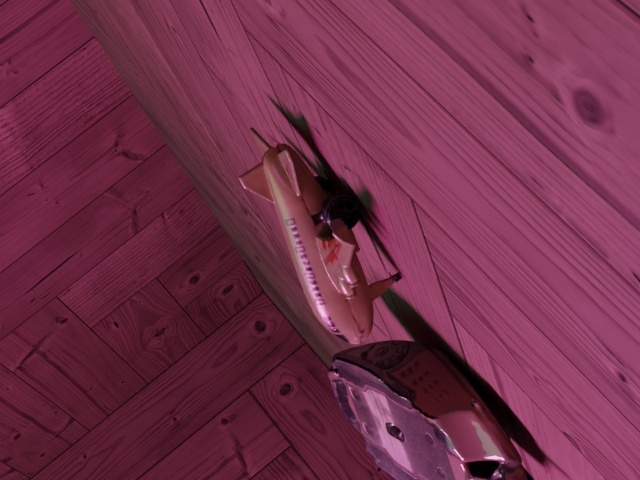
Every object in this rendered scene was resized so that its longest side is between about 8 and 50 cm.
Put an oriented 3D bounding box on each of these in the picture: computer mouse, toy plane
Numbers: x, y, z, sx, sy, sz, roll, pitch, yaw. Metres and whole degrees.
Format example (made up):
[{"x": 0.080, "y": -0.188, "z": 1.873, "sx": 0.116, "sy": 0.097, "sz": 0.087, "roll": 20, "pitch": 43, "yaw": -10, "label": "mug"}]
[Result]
[{"x": 0.148, "y": 0.213, "z": 1.431, "sx": 0.389, "sy": 0.115, "sz": 0.200, "roll": 22, "pitch": 143, "yaw": 51, "label": "computer mouse"}, {"x": 0.000, "y": 0.000, "z": 1.267, "sx": 0.256, "sy": 0.104, "sz": 0.242, "roll": 54, "pitch": 171, "yaw": -26, "label": "toy plane"}]

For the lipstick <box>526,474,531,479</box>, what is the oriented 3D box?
[{"x": 0.223, "y": 0.293, "z": 1.559, "sx": 0.357, "sy": 0.057, "sz": 0.057, "roll": 50, "pitch": 174, "yaw": 9, "label": "lipstick"}]
